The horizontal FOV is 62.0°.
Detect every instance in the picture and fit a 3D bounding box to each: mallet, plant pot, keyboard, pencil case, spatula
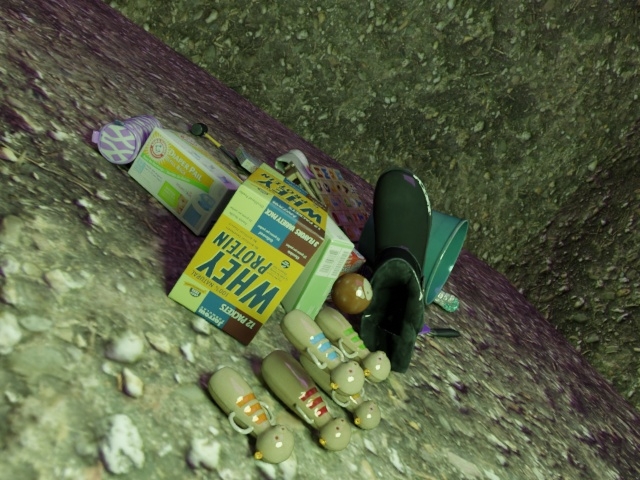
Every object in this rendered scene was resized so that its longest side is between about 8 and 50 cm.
[{"bbox_3d":[-0.312,-0.289,1.610,0.190,0.039,0.062,42,13,5],"label":"mallet"},{"bbox_3d":[0.261,0.015,1.581,0.255,0.271,0.272,25,10,21],"label":"plant pot"},{"bbox_3d":[0.101,0.074,1.417,0.100,0.038,0.192,36,13,-1],"label":"keyboard"},{"bbox_3d":[-0.389,-0.211,1.093,0.088,0.086,0.206,11,16,-4],"label":"pencil case"},{"bbox_3d":[0.281,0.226,1.368,0.297,0.030,0.084,21,16,-47],"label":"spatula"}]

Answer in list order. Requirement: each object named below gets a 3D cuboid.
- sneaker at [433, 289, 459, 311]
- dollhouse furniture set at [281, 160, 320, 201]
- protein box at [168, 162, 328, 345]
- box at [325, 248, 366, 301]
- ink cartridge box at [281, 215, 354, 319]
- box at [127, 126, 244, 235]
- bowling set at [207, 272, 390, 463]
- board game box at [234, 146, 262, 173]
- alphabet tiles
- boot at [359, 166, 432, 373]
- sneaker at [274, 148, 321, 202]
[{"bbox_3d":[0.363,0.169,1.713,0.166,0.065,0.076,39,-2,-1],"label":"sneaker"},{"bbox_3d":[-0.095,-0.107,1.369,0.123,0.151,0.144,53,6,-25],"label":"dollhouse furniture set"},{"bbox_3d":[-0.100,0.011,0.817,0.136,0.199,0.201,34,15,-8],"label":"protein box"},{"bbox_3d":[-0.047,0.001,1.124,0.257,0.122,0.128,45,17,32],"label":"box"},{"bbox_3d":[-0.046,0.012,0.994,0.056,0.171,0.235,12,26,-33],"label":"ink cartridge box"},{"bbox_3d":[-0.251,-0.114,1.034,0.203,0.114,0.103,39,14,15],"label":"box"},{"bbox_3d":[0.021,0.156,0.672,0.154,0.199,0.287,44,20,22],"label":"bowling set"},{"bbox_3d":[-0.189,-0.216,1.633,0.154,0.026,0.103,37,12,-35],"label":"board game box"},{"bbox_3d":[0.079,-0.125,1.798,0.285,0.011,0.343,63,24,9],"label":"alphabet tiles"},{"bbox_3d":[0.156,0.030,1.126,0.146,0.366,0.445,-3,7,15],"label":"boot"},{"bbox_3d":[-0.062,-0.194,1.821,0.121,0.099,0.262,-26,68,-44],"label":"sneaker"}]
